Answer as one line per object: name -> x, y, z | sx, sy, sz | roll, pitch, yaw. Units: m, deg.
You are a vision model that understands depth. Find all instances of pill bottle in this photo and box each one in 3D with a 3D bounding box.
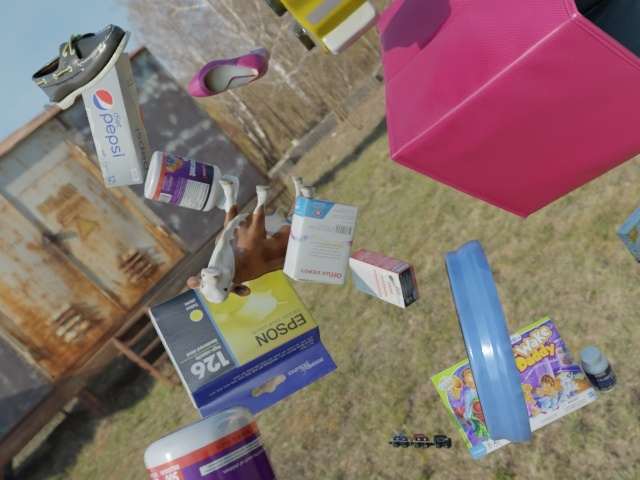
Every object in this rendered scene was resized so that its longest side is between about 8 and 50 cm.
pill bottle -> 0.710, 0.329, 1.572 | 0.067, 0.120, 0.067 | -28, 28, 16
pill bottle -> -0.137, 0.434, 0.949 | 0.182, 0.322, 0.181 | -23, -10, -4
pill bottle -> -0.287, -0.126, 1.378 | 0.108, 0.194, 0.108 | -43, 41, 54

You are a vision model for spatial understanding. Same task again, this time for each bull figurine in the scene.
bull figurine -> -0.100, -0.008, 1.043 | 0.310, 0.101, 0.188 | -14, -63, -55

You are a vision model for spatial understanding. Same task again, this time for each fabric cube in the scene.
fabric cube -> 0.252, -0.222, 0.752 | 0.258, 0.254, 0.259 | -37, 46, 46

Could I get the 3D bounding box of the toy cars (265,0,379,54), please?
toy cars -> 0.044, -0.299, 0.572 | 0.176, 0.087, 0.393 | -28, -17, -29

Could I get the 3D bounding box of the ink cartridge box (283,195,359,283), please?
ink cartridge box -> 0.000, 0.000, 0.932 | 0.052, 0.089, 0.122 | -158, 77, -66

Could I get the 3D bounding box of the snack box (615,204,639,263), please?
snack box -> 0.738, -0.031, 1.367 | 0.141, 0.100, 0.037 | -46, 14, -9

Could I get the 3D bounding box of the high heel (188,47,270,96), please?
high heel -> -0.234, -0.394, 1.504 | 0.244, 0.082, 0.117 | -13, 33, 19

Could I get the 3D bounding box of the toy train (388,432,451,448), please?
toy train -> 0.247, 0.496, 1.520 | 0.027, 0.158, 0.036 | 106, 166, -74

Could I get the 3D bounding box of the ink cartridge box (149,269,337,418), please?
ink cartridge box -> -0.167, 0.207, 1.314 | 0.304, 0.307, 0.072 | -26, -31, -19

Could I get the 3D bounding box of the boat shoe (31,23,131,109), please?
boat shoe -> -0.375, -0.275, 0.949 | 0.228, 0.069, 0.081 | -19, 45, 41

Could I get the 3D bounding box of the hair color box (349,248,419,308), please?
hair color box -> 0.144, 0.085, 1.411 | 0.053, 0.093, 0.167 | -30, 29, -28

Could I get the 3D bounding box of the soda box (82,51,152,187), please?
soda box -> -0.457, -0.270, 1.377 | 0.091, 0.286, 0.098 | -7, 18, 6

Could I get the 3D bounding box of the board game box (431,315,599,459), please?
board game box -> 0.500, 0.385, 1.606 | 0.347, 0.233, 0.078 | -31, -20, 10

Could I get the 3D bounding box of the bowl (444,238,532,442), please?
bowl -> 0.317, 0.192, 1.188 | 0.077, 0.391, 0.391 | -14, 18, 11
